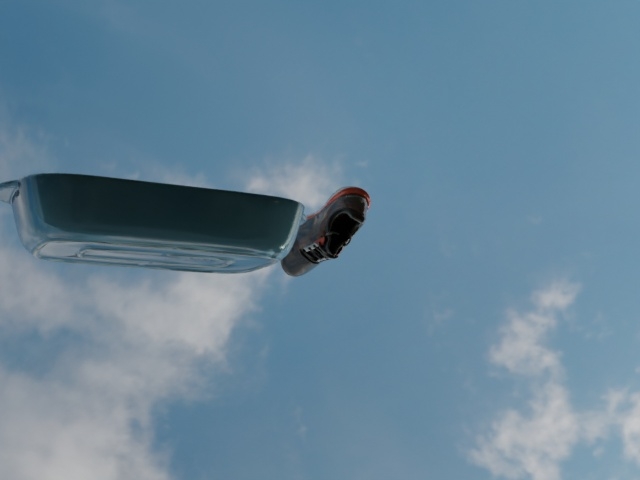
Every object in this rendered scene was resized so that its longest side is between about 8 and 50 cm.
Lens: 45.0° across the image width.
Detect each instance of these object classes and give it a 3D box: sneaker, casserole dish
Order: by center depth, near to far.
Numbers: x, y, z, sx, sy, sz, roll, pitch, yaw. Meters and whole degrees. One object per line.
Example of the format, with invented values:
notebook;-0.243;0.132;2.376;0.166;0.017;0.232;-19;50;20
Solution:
casserole dish;-0.098;-0.005;0.469;0.189;0.114;0.036;5;-101;-25
sneaker;0.000;0.000;0.944;0.061;0.158;0.064;28;-145;-20
